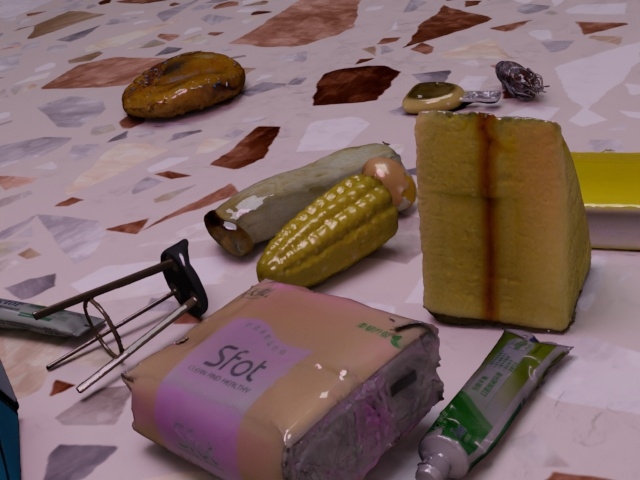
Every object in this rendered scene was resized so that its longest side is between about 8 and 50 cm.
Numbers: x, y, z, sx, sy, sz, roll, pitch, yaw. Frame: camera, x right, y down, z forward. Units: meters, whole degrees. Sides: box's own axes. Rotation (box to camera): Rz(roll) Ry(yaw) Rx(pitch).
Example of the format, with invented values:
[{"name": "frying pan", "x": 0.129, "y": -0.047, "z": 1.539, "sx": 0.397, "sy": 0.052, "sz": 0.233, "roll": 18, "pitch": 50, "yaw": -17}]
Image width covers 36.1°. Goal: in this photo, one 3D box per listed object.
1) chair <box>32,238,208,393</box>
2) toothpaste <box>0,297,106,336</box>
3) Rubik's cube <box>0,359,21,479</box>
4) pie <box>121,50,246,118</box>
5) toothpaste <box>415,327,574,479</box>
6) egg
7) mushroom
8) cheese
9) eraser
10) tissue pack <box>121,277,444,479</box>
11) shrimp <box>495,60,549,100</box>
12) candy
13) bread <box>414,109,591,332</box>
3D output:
[{"name": "chair", "x": -0.218, "y": 0.088, "z": 1.152, "sx": 0.221, "sy": 0.104, "sz": 0.095, "roll": -35, "pitch": 61, "yaw": -30}, {"name": "toothpaste", "x": -0.377, "y": 0.097, "z": 1.238, "sx": 0.218, "sy": 0.041, "sz": 0.064, "roll": 5, "pitch": 15, "yaw": 23}, {"name": "Rubik's cube", "x": -0.430, "y": 0.165, "z": 0.907, "sx": 0.250, "sy": 0.246, "sz": 0.248, "roll": -15, "pitch": 29, "yaw": -8}, {"name": "pie", "x": -0.270, "y": -0.304, "z": 1.921, "sx": 0.273, "sy": 0.069, "sz": 0.273, "roll": -8, "pitch": 26, "yaw": 4}, {"name": "toothpaste", "x": 0.159, "y": 0.154, "z": 0.932, "sx": 0.078, "sy": 0.046, "sz": 0.248, "roll": 13, "pitch": 34, "yaw": 31}, {"name": "egg", "x": 0.092, "y": -0.077, "z": 1.346, "sx": 0.071, "sy": 0.083, "sz": 0.071, "roll": -27, "pitch": 6, "yaw": 3}, {"name": "mushroom", "x": -0.023, "y": -0.066, "z": 1.371, "sx": 0.312, "sy": 0.081, "sz": 0.100, "roll": -25, "pitch": 37, "yaw": -29}, {"name": "cheese", "x": 0.224, "y": -0.240, "z": 1.654, "sx": 0.163, "sy": 0.036, "sz": 0.086, "roll": 5, "pitch": 33, "yaw": 28}, {"name": "eraser", "x": 0.380, "y": -0.053, "z": 1.210, "sx": 0.226, "sy": 0.069, "sz": 0.158, "roll": 3, "pitch": 33, "yaw": 25}, {"name": "tissue pack", "x": -0.036, "y": 0.142, "z": 0.941, "sx": 0.215, "sy": 0.123, "sz": 0.257, "roll": -34, "pitch": 28, "yaw": -33}, {"name": "shrimp", "x": 0.336, "y": -0.263, "z": 1.635, "sx": 0.056, "sy": 0.065, "sz": 0.165, "roll": -43, "pitch": 33, "yaw": 8}, {"name": "candy", "x": 0.000, "y": 0.000, "z": 1.218, "sx": 0.199, "sy": 0.106, "sz": 0.094, "roll": -33, "pitch": 53, "yaw": -28}, {"name": "bread", "x": 0.206, "y": -0.049, "z": 1.062, "sx": 0.168, "sy": 0.264, "sz": 0.163, "roll": 9, "pitch": 35, "yaw": 23}]
